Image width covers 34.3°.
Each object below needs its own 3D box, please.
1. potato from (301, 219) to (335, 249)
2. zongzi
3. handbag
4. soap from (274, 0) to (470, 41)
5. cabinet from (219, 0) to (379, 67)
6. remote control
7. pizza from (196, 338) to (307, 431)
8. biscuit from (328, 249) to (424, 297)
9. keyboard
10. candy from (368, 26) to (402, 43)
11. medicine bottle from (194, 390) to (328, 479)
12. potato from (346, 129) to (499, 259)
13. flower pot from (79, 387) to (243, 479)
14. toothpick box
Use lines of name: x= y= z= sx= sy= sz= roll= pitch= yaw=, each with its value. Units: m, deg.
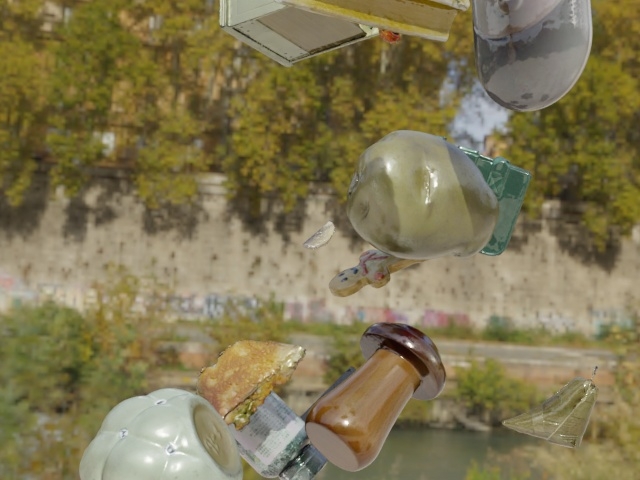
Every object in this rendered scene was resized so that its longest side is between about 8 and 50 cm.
potato: x=0.001 y=0.000 z=2.346 sx=0.037 sy=0.093 sz=0.036 roll=39 pitch=-26 yaw=20
zongzi: x=0.506 y=0.346 z=2.260 sx=0.178 sy=0.189 sz=0.081 roll=18 pitch=9 yaw=-1
handbag: x=0.333 y=-0.117 z=2.552 sx=0.326 sy=0.239 sz=0.089 roll=20 pitch=16 yaw=8
soap: x=0.047 y=-0.357 z=1.359 sx=0.274 sy=0.173 sz=0.089 roll=6 pitch=-47 yaw=-35
cabinet: x=-0.035 y=-0.605 z=2.489 sx=0.318 sy=0.228 sz=0.290 roll=-12 pitch=-18 yaw=32
remote control: x=0.336 y=-0.372 z=1.672 sx=0.103 sy=0.332 sz=0.221 roll=3 pitch=-10 yaw=-40
pizza: x=-0.135 y=0.259 z=1.937 sx=0.147 sy=0.226 sz=0.069 roll=38 pitch=-12 yaw=40
biscuit: x=0.123 y=0.050 z=2.139 sx=0.234 sy=0.030 sz=0.153 roll=-26 pitch=21 yaw=3
keyboard: x=0.024 y=0.374 z=2.383 sx=0.060 sy=0.195 sz=0.018 roll=50 pitch=9 yaw=36
candy: x=0.092 y=-0.392 z=1.871 sx=0.049 sy=0.056 sz=0.184 roll=-21 pitch=-12 yaw=36
medicine bottle: x=-0.121 y=0.386 z=2.135 sx=0.293 sy=0.141 sz=0.141 roll=43 pitch=0 yaw=6
potato: x=0.192 y=-0.085 z=1.993 sx=0.326 sy=0.243 sz=0.221 roll=3 pitch=-38 yaw=-37
flower pot: x=-0.238 y=0.349 z=1.593 sx=0.195 sy=0.246 sz=0.246 roll=-33 pitch=-12 yaw=11
toothpick box: x=0.108 y=0.292 z=1.998 sx=0.294 sy=0.192 sz=0.192 roll=-45 pitch=23 yaw=-28
